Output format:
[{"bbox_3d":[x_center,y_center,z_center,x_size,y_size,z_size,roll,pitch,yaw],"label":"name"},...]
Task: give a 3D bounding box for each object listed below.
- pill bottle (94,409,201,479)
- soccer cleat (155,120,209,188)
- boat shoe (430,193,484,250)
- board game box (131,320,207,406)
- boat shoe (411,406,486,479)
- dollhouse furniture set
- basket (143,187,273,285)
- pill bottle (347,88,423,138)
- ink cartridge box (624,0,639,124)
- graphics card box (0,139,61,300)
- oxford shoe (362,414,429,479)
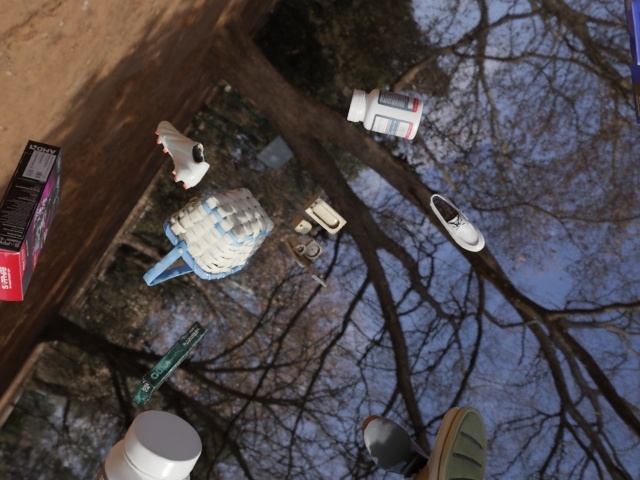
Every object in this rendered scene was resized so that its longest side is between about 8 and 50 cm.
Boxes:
[{"bbox_3d":[-0.434,0.597,1.355,0.361,0.204,0.204,-60,-161,11],"label":"pill bottle"},{"bbox_3d":[-0.282,-0.189,1.196,0.076,0.068,0.196,-38,-125,10],"label":"soccer cleat"},{"bbox_3d":[0.346,-0.049,1.474,0.066,0.184,0.063,-37,164,15],"label":"boat shoe"},{"bbox_3d":[-0.261,0.214,0.987,0.126,0.026,0.186,-49,-179,-34],"label":"board game box"},{"bbox_3d":[0.201,0.429,0.983,0.103,0.113,0.302,-14,-129,51],"label":"boat shoe"},{"bbox_3d":[0.000,0.000,1.455,0.151,0.144,0.123,-45,-144,8],"label":"dollhouse furniture set"},{"bbox_3d":[-0.277,0.003,1.440,0.289,0.201,0.255,-43,172,24],"label":"basket"},{"bbox_3d":[0.167,-0.335,1.507,0.108,0.180,0.108,-166,-90,-89],"label":"pill bottle"},{"bbox_3d":[0.661,-0.338,0.930,0.151,0.395,0.270,-162,-116,-84],"label":"ink cartridge box"},{"bbox_3d":[-0.781,-0.055,1.529,0.233,0.094,0.371,120,-24,-48],"label":"graphics card box"},{"bbox_3d":[0.125,0.362,1.026,0.076,0.212,0.076,-41,-144,-3],"label":"oxford shoe"}]
